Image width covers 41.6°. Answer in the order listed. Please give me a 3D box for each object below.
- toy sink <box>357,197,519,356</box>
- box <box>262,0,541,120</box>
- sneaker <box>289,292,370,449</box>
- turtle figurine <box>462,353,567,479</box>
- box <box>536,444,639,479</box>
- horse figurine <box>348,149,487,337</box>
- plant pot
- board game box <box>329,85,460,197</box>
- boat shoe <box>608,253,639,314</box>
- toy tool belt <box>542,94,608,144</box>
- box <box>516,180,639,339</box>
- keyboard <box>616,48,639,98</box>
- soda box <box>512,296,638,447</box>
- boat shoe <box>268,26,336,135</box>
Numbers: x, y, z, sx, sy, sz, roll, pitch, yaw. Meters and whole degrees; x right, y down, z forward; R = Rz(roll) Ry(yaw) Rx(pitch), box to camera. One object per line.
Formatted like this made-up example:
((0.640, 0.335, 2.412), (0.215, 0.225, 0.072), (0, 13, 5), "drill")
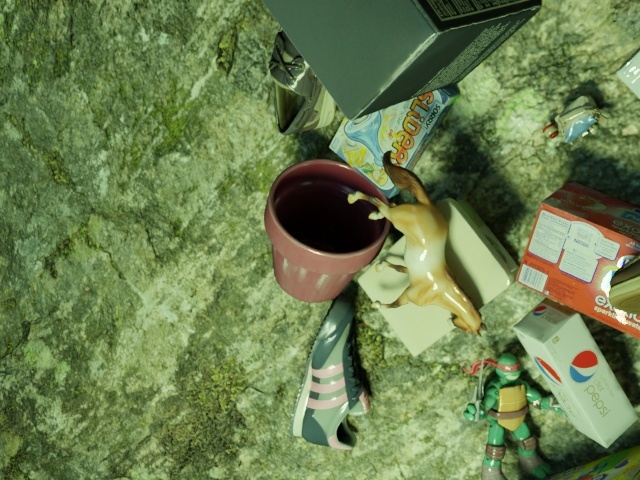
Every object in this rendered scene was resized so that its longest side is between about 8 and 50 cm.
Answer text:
((0.197, 0.039, 1.261), (0.153, 0.131, 0.234), (53, 134, 11), "toy sink")
((0.081, -0.344, 1.089), (0.182, 0.294, 0.296), (-41, 81, 40), "box")
((0.040, 0.239, 1.496), (0.131, 0.112, 0.319), (20, 123, 11), "sneaker")
((0.297, 0.262, 1.291), (0.175, 0.118, 0.234), (-7, 110, -3), "turtle figurine")
((0.423, 0.475, 1.210), (0.290, 0.177, 0.279), (-36, 77, 38), "box")
((0.129, 0.010, 1.172), (0.174, 0.066, 0.263), (7, 114, 46), "horse figurine")
((0.000, 0.000, 1.370), (0.201, 0.201, 0.180), (39, 143, 19), "plant pot")
((0.110, -0.184, 1.301), (0.136, 0.035, 0.201), (41, 128, 17), "board game box")
((0.468, -0.021, 0.923), (0.342, 0.123, 0.123), (-35, 47, 41), "boat shoe")
((0.341, -0.152, 1.127), (0.083, 0.052, 0.051), (-45, 70, 40), "toy tool belt")
((0.408, 0.035, 1.103), (0.256, 0.122, 0.128), (26, 122, 27), "box")
((0.472, -0.265, 1.009), (0.072, 0.014, 0.256), (47, 130, 7), "keyboard")
((0.356, 0.185, 1.172), (0.216, 0.069, 0.074), (54, 170, -24), "soda box")
((-0.031, -0.260, 1.269), (0.103, 0.092, 0.285), (47, 159, 23), "boat shoe")
